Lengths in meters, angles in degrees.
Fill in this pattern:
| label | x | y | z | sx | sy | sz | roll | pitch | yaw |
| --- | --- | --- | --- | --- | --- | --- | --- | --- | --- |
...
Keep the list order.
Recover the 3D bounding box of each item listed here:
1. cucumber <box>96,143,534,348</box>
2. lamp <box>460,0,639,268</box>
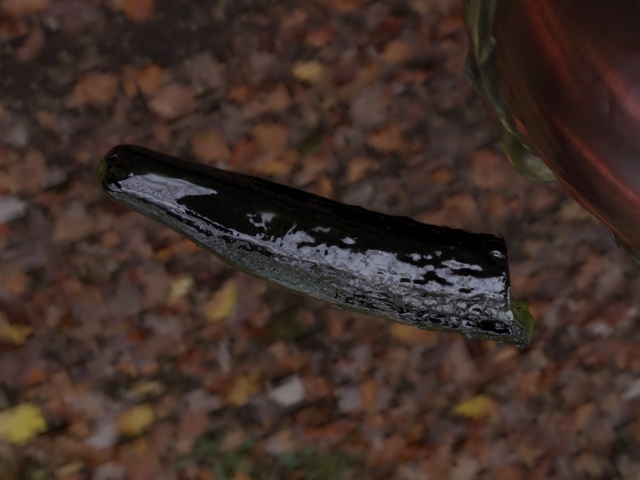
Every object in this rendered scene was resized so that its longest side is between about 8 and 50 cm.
| label | x | y | z | sx | sy | sz | roll | pitch | yaw |
| --- | --- | --- | --- | --- | --- | --- | --- | --- | --- |
| cucumber | -0.001 | 0.002 | 0.562 | 0.135 | 0.034 | 0.033 | 13 | -177 | -4 |
| lamp | 0.144 | -0.059 | 0.524 | 0.151 | 0.215 | 0.223 | -54 | -171 | -31 |
